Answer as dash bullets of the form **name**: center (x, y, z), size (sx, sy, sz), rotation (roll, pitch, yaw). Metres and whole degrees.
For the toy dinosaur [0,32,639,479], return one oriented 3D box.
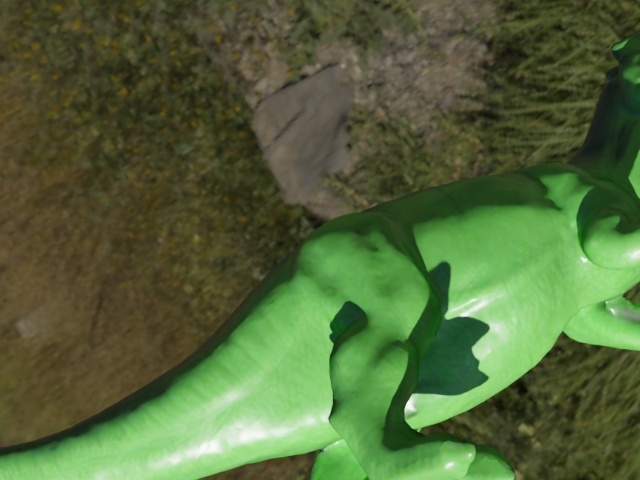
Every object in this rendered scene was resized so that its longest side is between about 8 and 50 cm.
- **toy dinosaur**: center (0.000, 0.000, 0.645), size (0.499, 0.375, 0.144), rotation (6, 142, 20)
